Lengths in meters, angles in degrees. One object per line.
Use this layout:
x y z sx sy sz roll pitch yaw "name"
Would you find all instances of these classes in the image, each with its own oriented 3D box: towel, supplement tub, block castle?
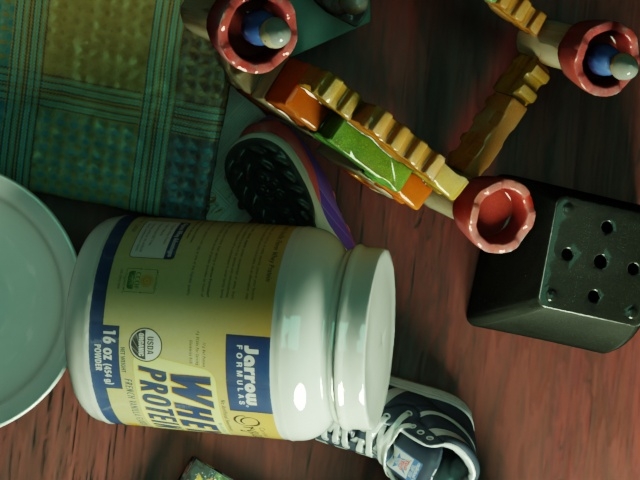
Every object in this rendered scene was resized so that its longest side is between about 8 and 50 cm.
-0.283 -0.181 1.686 0.370 0.040 0.271 11 100 1 "towel"
-0.089 0.093 1.636 0.316 0.228 0.228 3 87 12 "supplement tub"
0.104 -0.211 1.628 0.453 0.213 0.303 35 89 -30 "block castle"

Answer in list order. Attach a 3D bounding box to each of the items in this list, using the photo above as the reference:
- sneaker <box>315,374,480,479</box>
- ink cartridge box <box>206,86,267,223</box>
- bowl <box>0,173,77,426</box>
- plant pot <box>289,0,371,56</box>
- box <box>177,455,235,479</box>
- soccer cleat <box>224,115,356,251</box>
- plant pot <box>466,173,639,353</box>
0.049 0.214 1.727 0.282 0.153 0.099 13 113 -11 "sneaker"
-0.126 -0.107 1.784 0.145 0.045 0.179 -47 114 -9 "ink cartridge box"
-0.408 0.064 1.670 0.298 0.134 0.298 0 89 -10 "bowl"
-0.043 -0.335 1.740 0.166 0.165 0.234 -26 102 -10 "plant pot"
-0.138 0.387 1.752 0.159 0.044 0.233 32 83 -8 "box"
0.000 0.000 1.766 0.109 0.116 0.318 -21 110 24 "soccer cleat"
0.297 0.025 1.781 0.187 0.167 0.188 13 85 -10 "plant pot"
